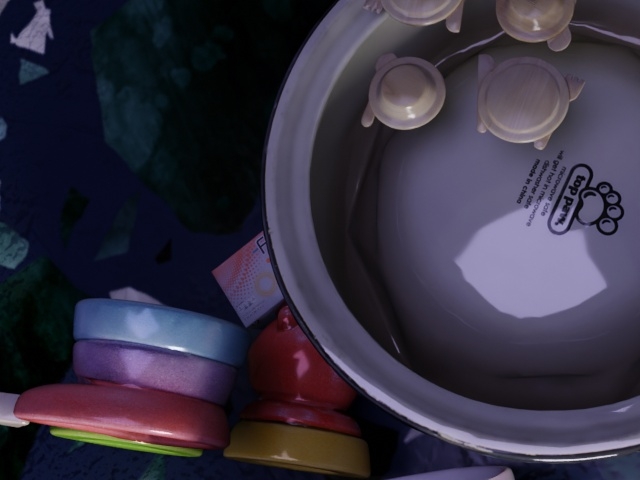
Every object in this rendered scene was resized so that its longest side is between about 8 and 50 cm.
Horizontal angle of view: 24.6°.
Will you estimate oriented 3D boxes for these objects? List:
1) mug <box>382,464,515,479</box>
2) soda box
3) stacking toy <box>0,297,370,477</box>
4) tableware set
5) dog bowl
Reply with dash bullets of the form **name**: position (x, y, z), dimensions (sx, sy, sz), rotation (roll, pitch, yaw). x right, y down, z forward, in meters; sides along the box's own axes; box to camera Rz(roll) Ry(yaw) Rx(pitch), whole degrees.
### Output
- **mug**: position (0.038, 0.349, 1.015), dimensions (0.276, 0.374, 0.328), rotation (-13, 84, 4)
- **soda box**: position (0.000, 0.000, 1.240), dimensions (0.183, 0.058, 0.063), rotation (-39, 71, 15)
- **stacking toy**: position (-0.126, 0.099, 1.172), dimensions (0.279, 0.309, 0.130), rotation (1, 76, 34)
- **tableware set**: position (0.106, -0.138, 1.036), dimensions (0.168, 0.020, 0.141), rotation (11, 75, 16)
- **dog bowl**: position (0.169, -0.032, 1.082), dimensions (0.408, 0.150, 0.408), rotation (-3, 74, 11)
